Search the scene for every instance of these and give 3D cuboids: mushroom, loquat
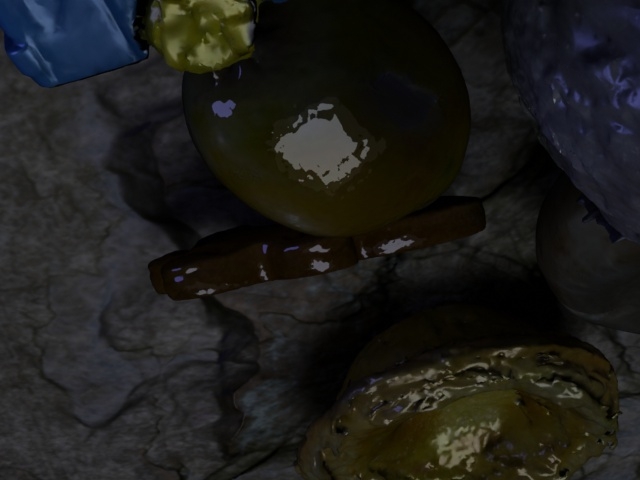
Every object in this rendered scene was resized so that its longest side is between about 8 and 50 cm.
[{"bbox_3d":[0.270,0.031,0.809,0.243,0.243,0.243,-7,141,-6],"label":"mushroom"},{"bbox_3d":[0.010,-0.077,0.691,0.152,0.152,0.195,-35,139,26],"label":"loquat"}]

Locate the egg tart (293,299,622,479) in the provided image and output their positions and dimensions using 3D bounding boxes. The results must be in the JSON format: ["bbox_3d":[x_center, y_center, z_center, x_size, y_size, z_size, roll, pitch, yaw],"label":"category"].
[{"bbox_3d":[0.114,0.148,1.012,0.288,0.118,0.288,-8,142,-6],"label":"egg tart"}]

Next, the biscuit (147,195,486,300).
[{"bbox_3d":[0.000,0.000,0.805,0.236,0.039,0.180,-11,-178,-17],"label":"biscuit"}]

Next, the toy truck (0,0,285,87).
[{"bbox_3d":[0.008,-0.209,0.537,0.385,0.161,0.162,-20,128,11],"label":"toy truck"}]

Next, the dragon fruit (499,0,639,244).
[{"bbox_3d":[0.239,-0.125,0.591,0.283,0.221,0.204,-30,125,7],"label":"dragon fruit"}]
